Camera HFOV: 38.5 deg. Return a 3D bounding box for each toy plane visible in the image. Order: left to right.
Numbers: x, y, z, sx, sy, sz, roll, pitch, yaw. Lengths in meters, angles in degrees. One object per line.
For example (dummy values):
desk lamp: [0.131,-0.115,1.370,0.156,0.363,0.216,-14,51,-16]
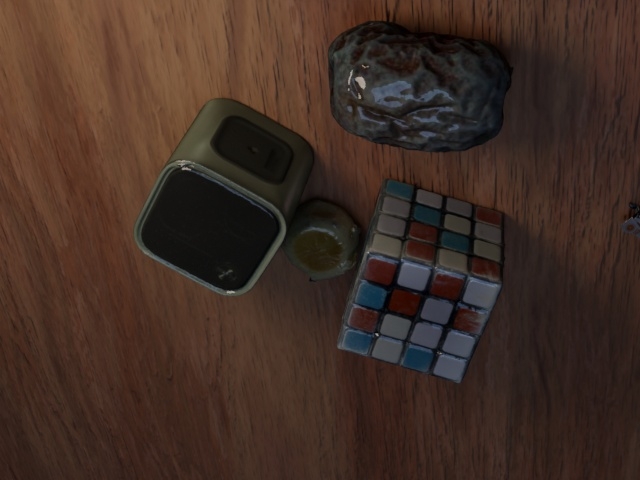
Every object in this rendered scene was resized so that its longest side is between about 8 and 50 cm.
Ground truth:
toy plane: [0.620,-0.083,1.670,0.078,0.053,0.197,27,122,-17]

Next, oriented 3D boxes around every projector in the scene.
projector: [-0.177,-0.084,1.729,0.248,0.249,0.249,29,127,-8]

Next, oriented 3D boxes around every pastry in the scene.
pastry: [0.000,0.000,1.845,0.165,0.088,0.166,7,126,9]

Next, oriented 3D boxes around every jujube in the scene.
jujube: [0.166,-0.258,1.552,0.316,0.226,0.226,6,125,3]

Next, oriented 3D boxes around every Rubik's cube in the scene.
Rubik's cube: [0.193,0.075,1.747,0.253,0.259,0.256,17,126,2]
